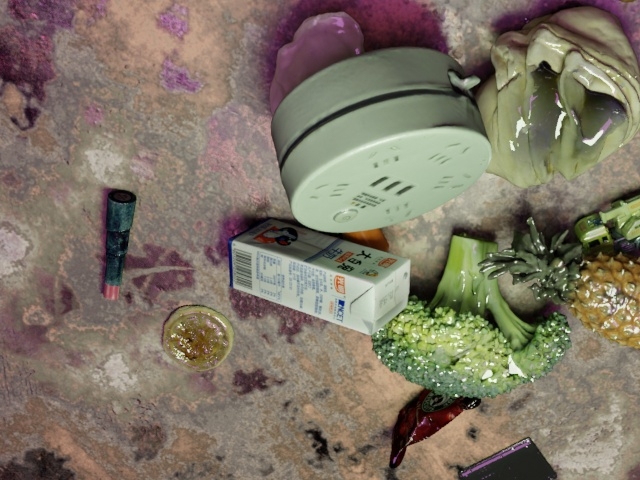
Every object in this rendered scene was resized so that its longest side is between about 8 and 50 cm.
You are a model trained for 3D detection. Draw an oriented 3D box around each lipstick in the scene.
[{"bbox_3d":[-0.394,0.016,1.662,0.053,0.053,0.234,13,120,-4],"label":"lipstick"}]

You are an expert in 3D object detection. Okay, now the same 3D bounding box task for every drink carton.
[{"bbox_3d":[-0.006,0.057,1.540,0.315,0.130,0.106,16,120,30],"label":"drink carton"}]

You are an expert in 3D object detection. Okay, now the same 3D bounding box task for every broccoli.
[{"bbox_3d":[0.277,0.161,1.587,0.375,0.249,0.302,7,118,5],"label":"broccoli"}]

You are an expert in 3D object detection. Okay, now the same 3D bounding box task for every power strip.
[{"bbox_3d":[0.104,-0.156,1.392,0.358,0.161,0.357,-13,158,-5],"label":"power strip"}]

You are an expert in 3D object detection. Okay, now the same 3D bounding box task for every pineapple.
[{"bbox_3d":[0.446,0.069,1.523,0.340,0.169,0.169,20,115,2],"label":"pineapple"}]

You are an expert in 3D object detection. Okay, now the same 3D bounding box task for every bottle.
[{"bbox_3d":[0.058,-0.048,1.599,0.069,0.069,0.187,-25,110,13],"label":"bottle"}]

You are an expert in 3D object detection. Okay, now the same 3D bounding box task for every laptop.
[{"bbox_3d":[0.404,0.508,1.872,0.180,0.016,0.129,-32,111,15],"label":"laptop"}]

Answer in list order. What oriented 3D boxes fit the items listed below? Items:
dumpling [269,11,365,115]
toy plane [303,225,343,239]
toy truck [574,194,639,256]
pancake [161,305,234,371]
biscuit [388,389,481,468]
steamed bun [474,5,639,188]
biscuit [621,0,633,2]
[{"bbox_3d":[0.000,-0.274,1.463,0.162,0.132,0.250,5,133,-7],"label":"dumpling"},{"bbox_3d":[0.001,-0.001,1.632,0.078,0.053,0.197,2,120,11],"label":"toy plane"},{"bbox_3d":[0.550,-0.027,1.581,0.169,0.077,0.100,-21,115,13],"label":"toy truck"},{"bbox_3d":[-0.248,0.200,1.749,0.152,0.025,0.151,0,114,1],"label":"pancake"},{"bbox_3d":[0.225,0.347,1.730,0.235,0.151,0.063,-36,104,19],"label":"biscuit"},{"bbox_3d":[0.392,-0.221,1.429,0.275,0.206,0.320,18,118,-8],"label":"steamed bun"},{"bbox_3d":[0.458,-0.493,1.391,0.236,0.039,0.180,36,113,-12],"label":"biscuit"}]
